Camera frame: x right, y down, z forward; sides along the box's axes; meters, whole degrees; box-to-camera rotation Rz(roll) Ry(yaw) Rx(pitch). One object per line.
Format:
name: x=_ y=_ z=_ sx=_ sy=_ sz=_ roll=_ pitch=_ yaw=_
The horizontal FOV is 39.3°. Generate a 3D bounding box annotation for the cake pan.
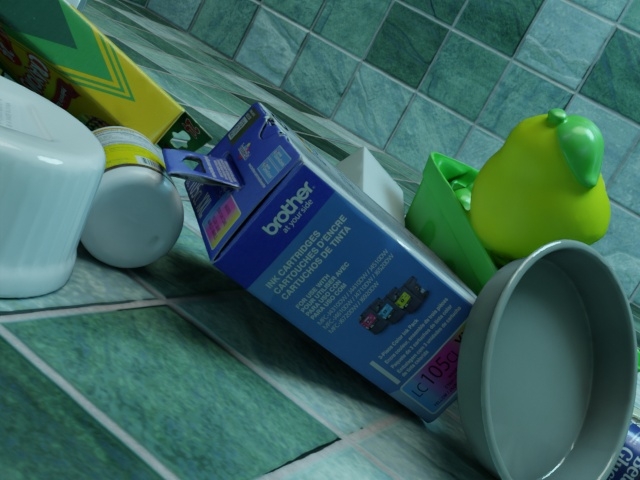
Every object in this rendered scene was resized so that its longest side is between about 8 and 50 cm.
cake pan: x=0.250 y=0.146 z=0.978 sx=0.293 sy=0.293 sz=0.054 roll=18 pitch=-12 yaw=-40

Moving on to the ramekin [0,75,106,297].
ramekin: x=-0.338 y=-0.075 z=0.838 sx=0.277 sy=0.135 sz=0.277 roll=28 pitch=13 yaw=-7

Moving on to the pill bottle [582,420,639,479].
pill bottle: x=0.387 y=0.284 z=1.070 sx=0.169 sy=0.094 sz=0.094 roll=36 pitch=15 yaw=30

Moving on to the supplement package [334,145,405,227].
supplement package: x=0.052 y=-0.033 z=1.290 sx=0.105 sy=0.105 sz=0.179 roll=46 pitch=26 yaw=-25

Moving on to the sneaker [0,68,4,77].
sneaker: x=-0.550 y=-0.257 z=1.250 sx=0.208 sy=0.081 sz=0.094 roll=20 pitch=23 yaw=-12

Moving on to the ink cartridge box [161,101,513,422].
ink cartridge box: x=0.000 y=0.000 z=1.033 sx=0.395 sy=0.151 sz=0.270 roll=41 pitch=6 yaw=-24

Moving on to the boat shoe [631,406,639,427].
boat shoe: x=0.489 y=0.317 z=1.206 sx=0.257 sy=0.095 sz=0.095 roll=23 pitch=26 yaw=3

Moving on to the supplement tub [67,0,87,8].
supplement tub: x=-0.589 y=-0.467 z=1.581 sx=0.331 sy=0.241 sz=0.241 roll=25 pitch=13 yaw=-15

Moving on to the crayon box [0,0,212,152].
crayon box: x=-0.310 y=-0.204 z=1.217 sx=0.318 sy=0.081 sz=0.202 roll=42 pitch=-19 yaw=-13

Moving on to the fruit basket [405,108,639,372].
fruit basket: x=0.287 y=0.000 z=1.203 sx=0.283 sy=0.392 sz=0.392 roll=18 pitch=16 yaw=-33

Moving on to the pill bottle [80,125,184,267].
pill bottle: x=-0.233 y=-0.061 z=1.042 sx=0.117 sy=0.117 sz=0.215 roll=22 pitch=14 yaw=-27
